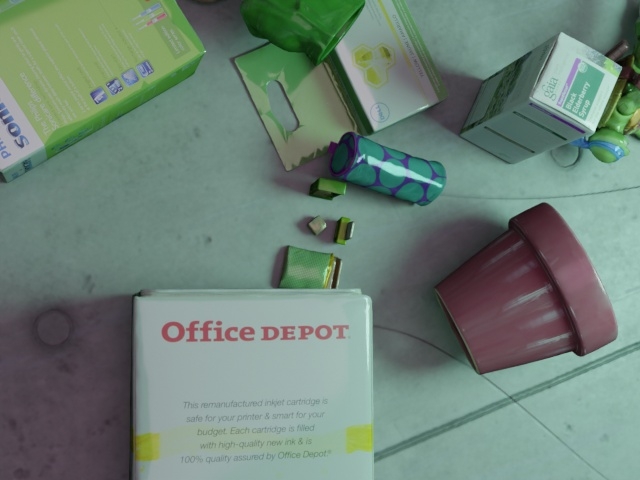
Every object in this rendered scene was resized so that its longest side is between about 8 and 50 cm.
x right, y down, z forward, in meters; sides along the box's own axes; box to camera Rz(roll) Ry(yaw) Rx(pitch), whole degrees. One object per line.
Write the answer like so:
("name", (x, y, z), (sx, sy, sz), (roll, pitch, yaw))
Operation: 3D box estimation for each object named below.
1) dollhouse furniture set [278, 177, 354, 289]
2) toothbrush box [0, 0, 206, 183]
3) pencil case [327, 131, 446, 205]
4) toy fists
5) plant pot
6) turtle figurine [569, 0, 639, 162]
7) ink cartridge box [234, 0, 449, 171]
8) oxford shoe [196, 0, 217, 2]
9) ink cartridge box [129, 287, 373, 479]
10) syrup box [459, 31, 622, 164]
("dollhouse furniture set", (0.000, 0.000, 1.311), (0.076, 0.058, 0.152), (13, 83, -12))
("toothbrush box", (-0.314, -0.232, 1.219), (0.283, 0.122, 0.206), (-34, 95, -15))
("pencil case", (0.087, -0.092, 1.321), (0.151, 0.070, 0.064), (16, 109, -29))
("toy fists", (0.007, -0.344, 1.284), (0.142, 0.096, 0.279), (38, 65, 0))
("plant pot", (0.254, 0.078, 1.310), (0.180, 0.201, 0.201), (-26, 92, 1))
("turtle figurine", (0.489, -0.216, 1.382), (0.198, 0.274, 0.266), (28, 73, -45))
("ink cartridge box", (0.029, -0.215, 1.338), (0.235, 0.056, 0.171), (-26, 93, -16))
("oxford shoe", (-0.223, -0.483, 1.247), (0.140, 0.146, 0.397), (-44, 96, -12))
("ink cartridge box", (-0.086, 0.248, 1.214), (0.279, 0.160, 0.385), (1, 88, -12))
("syrup box", (0.275, -0.175, 1.300), (0.096, 0.237, 0.093), (27, 79, -10))
